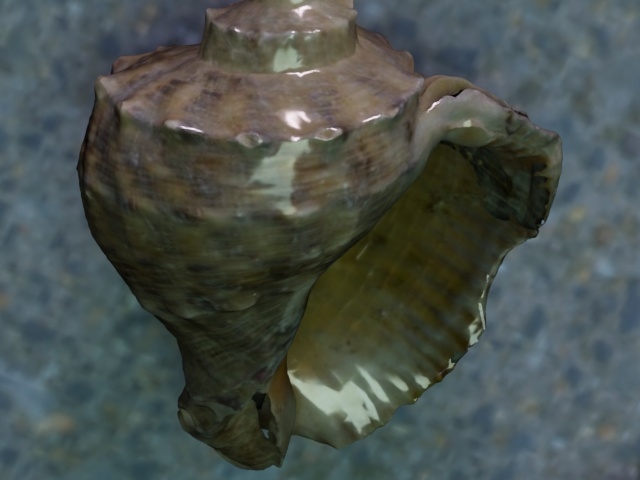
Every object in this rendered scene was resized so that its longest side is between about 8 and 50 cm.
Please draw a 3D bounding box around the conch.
[{"bbox_3d":[0.000,0.000,0.644,0.155,0.130,0.207,3,121,3],"label":"conch"}]
